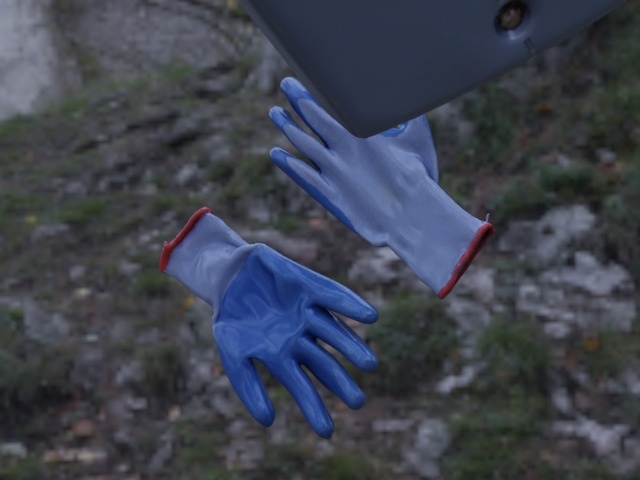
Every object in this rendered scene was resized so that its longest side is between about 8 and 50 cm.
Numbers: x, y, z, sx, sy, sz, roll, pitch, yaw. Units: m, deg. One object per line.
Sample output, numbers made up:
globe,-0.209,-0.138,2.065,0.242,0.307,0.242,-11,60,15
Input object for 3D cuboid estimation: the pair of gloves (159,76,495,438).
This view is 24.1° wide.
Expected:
pair of gloves,0.000,0.000,0.809,0.159,0.198,0.023,44,17,26

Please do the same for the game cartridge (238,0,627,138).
game cartridge,0.080,-0.171,0.414,0.294,0.196,0.060,-39,37,1
